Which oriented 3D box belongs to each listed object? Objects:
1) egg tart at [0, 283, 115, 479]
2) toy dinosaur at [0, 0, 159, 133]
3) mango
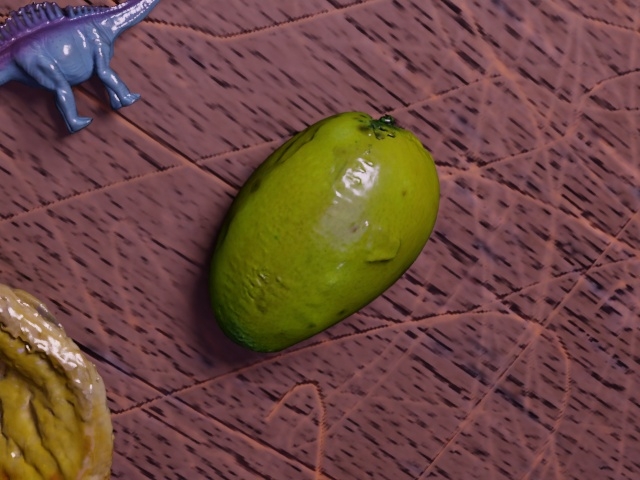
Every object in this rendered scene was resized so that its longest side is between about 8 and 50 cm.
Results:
[{"bbox_3d":[-0.214,0.107,0.832,0.191,0.074,0.191,1,103,3],"label":"egg tart"},{"bbox_3d":[-0.154,-0.104,0.797,0.197,0.045,0.080,-28,101,-10],"label":"toy dinosaur"},{"bbox_3d":[0.000,0.000,0.842,0.119,0.100,0.178,33,107,-24],"label":"mango"}]
